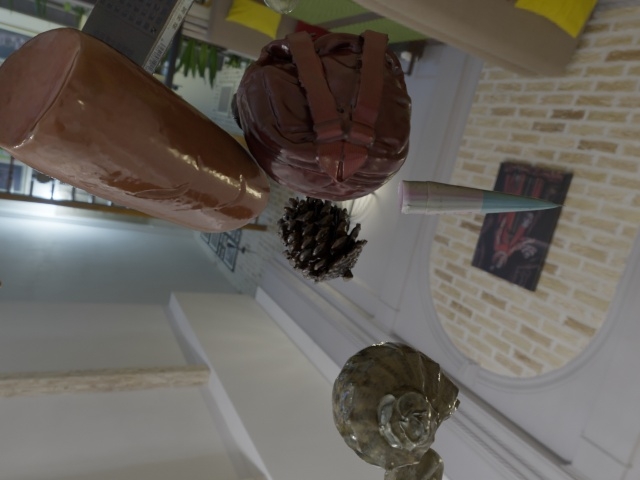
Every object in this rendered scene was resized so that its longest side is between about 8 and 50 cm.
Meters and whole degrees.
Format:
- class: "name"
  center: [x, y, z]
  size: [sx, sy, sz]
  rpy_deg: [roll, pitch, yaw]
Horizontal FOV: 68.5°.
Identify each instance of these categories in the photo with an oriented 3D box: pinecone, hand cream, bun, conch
- class: "pinecone"
  center: [0.000, 0.000, 1.281]
  size: [0.272, 0.224, 0.224]
  rpy_deg: [48, -159, 12]
- class: "hand cream"
  center: [0.319, -0.085, 0.956]
  size: [0.313, 0.070, 0.111]
  rpy_deg: [1, -173, -1]
- class: "bun"
  center: [0.219, 0.586, 1.155]
  size: [0.113, 0.166, 0.173]
  rpy_deg: [20, -136, 42]
- class: "conch"
  center: [0.106, 0.243, 0.781]
  size: [0.210, 0.158, 0.291]
  rpy_deg: [-29, -162, -14]

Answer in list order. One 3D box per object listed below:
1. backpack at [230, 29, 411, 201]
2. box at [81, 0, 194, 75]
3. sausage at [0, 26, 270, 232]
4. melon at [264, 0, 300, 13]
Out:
- class: "backpack"
  center: [0.010, -0.142, 0.543]
  size: [0.229, 0.139, 0.229]
  rpy_deg: [8, -127, -12]
- class: "box"
  center: [-0.361, -0.461, 0.941]
  size: [0.180, 0.324, 0.047]
  rpy_deg: [33, -175, 16]
- class: "sausage"
  center: [-0.159, -0.084, 0.475]
  size: [0.121, 0.121, 0.304]
  rpy_deg: [19, 175, 24]
- class: "melon"
  center: [-0.074, -0.495, 0.874]
  size: [0.098, 0.130, 0.098]
  rpy_deg: [-2, -151, 1]
